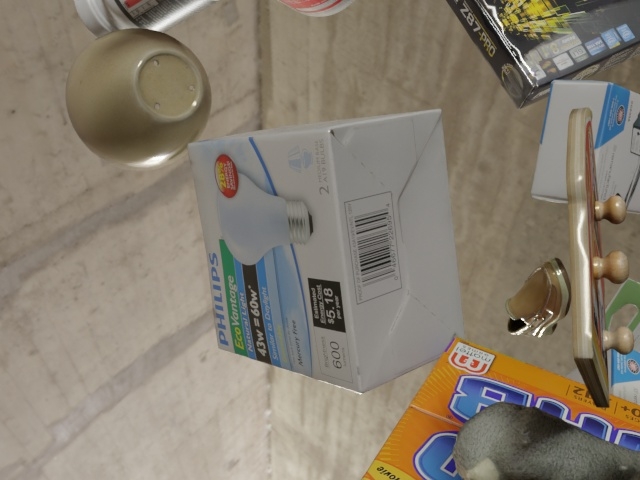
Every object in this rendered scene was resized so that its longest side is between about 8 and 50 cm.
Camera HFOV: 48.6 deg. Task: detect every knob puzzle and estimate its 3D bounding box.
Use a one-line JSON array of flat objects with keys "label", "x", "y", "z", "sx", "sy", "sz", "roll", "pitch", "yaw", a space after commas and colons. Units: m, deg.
[{"label": "knob puzzle", "x": 0.184, "y": -0.001, "z": 0.460, "sx": 0.213, "sy": 0.030, "sz": 0.213, "roll": -4, "pitch": -90, "yaw": -66}]

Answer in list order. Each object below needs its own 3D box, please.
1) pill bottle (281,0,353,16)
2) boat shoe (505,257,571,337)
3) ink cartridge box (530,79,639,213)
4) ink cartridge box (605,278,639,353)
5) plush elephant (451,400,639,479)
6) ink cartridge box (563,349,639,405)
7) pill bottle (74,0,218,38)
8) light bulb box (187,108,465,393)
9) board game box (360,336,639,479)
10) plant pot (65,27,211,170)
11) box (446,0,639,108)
[{"label": "pill bottle", "x": -0.075, "y": -0.576, "z": 1.319, "sx": 0.229, "sy": 0.229, "sz": 0.408, "roll": -60, "pitch": -21, "yaw": 15}, {"label": "boat shoe", "x": 0.290, "y": 0.089, "z": 0.967, "sx": 0.072, "sy": 0.068, "sz": 0.190, "roll": -10, "pitch": -34, "yaw": 2}, {"label": "ink cartridge box", "x": 0.349, "y": -0.108, "z": 0.861, "sx": 0.191, "sy": 0.082, "sz": 0.139, "roll": 3, "pitch": -82, "yaw": -41}, {"label": "ink cartridge box", "x": 0.595, "y": 0.155, "z": 1.195, "sx": 0.056, "sy": 0.235, "sz": 0.171, "roll": -51, "pitch": -19, "yaw": -48}, {"label": "plush elephant", "x": 0.232, "y": 0.255, "z": 0.407, "sx": 0.272, "sy": 0.330, "sz": 0.255, "roll": -31, "pitch": 29, "yaw": 55}, {"label": "ink cartridge box", "x": 0.524, "y": 0.310, "z": 1.143, "sx": 0.168, "sy": 0.233, "sz": 0.171, "roll": 119, "pitch": 174, "yaw": -49}, {"label": "pill bottle", "x": -0.354, "y": -0.577, "z": 1.556, "sx": 0.363, "sy": 0.210, "sz": 0.210, "roll": -19, "pitch": -10, "yaw": 27}, {"label": "light bulb box", "x": 0.000, "y": 0.000, "z": 1.084, "sx": 0.225, "sy": 0.361, "sz": 0.357, "roll": -15, "pitch": -79, "yaw": -38}, {"label": "board game box", "x": 0.242, "y": 0.405, "z": 0.870, "sx": 0.356, "sy": 0.357, "sz": 0.356, "roll": -40, "pitch": -37, "yaw": -53}, {"label": "plant pot", "x": -0.324, "y": -0.284, "z": 1.367, "sx": 0.284, "sy": 0.191, "sz": 0.284, "roll": 0, "pitch": -90, "yaw": -32}, {"label": "box", "x": 0.462, "y": -0.461, "z": 1.331, "sx": 0.395, "sy": 0.318, "sz": 0.097, "roll": -24, "pitch": -12, "yaw": -12}]
